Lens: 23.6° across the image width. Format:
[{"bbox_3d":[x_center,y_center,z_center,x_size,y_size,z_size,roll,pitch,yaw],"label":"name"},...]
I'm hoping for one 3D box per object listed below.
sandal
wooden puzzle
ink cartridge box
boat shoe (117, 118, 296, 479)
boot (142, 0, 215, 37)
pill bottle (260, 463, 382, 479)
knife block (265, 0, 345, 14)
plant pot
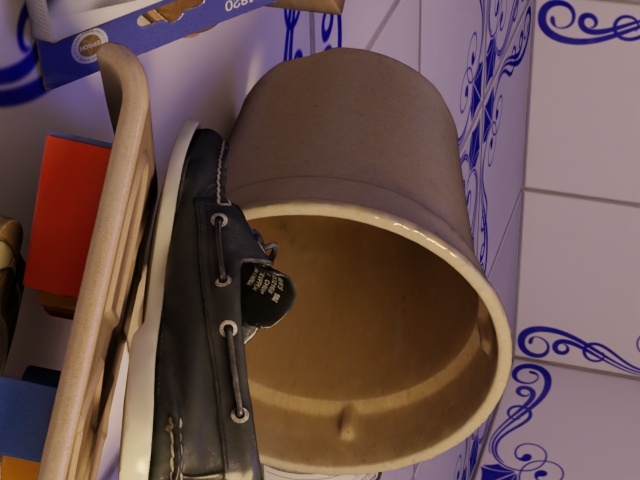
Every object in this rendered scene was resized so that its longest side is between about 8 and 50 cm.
[{"bbox_3d":[-0.222,0.036,0.998,0.180,0.049,0.072,106,-5,-61],"label":"sandal"},{"bbox_3d":[-0.171,0.067,1.048,0.322,0.080,0.348,123,-26,-80],"label":"wooden puzzle"},{"bbox_3d":[-0.105,-0.222,1.059,0.223,0.045,0.224,-26,135,-22],"label":"ink cartridge box"},{"bbox_3d":[-0.074,0.047,1.110,0.340,0.113,0.127,-87,-174,-48],"label":"boat shoe"},{"bbox_3d":[-0.098,-0.258,1.178,0.305,0.115,0.112,76,26,-58],"label":"boot"},{"bbox_3d":[-0.011,0.205,1.669,0.161,0.161,0.283,-62,156,-50],"label":"pill bottle"},{"bbox_3d":[-0.052,-0.289,1.377,0.242,0.088,0.276,-61,155,-51],"label":"knife block"},{"bbox_3d":[0.012,-0.007,1.419,0.305,0.333,0.334,-81,170,-47],"label":"plant pot"}]
